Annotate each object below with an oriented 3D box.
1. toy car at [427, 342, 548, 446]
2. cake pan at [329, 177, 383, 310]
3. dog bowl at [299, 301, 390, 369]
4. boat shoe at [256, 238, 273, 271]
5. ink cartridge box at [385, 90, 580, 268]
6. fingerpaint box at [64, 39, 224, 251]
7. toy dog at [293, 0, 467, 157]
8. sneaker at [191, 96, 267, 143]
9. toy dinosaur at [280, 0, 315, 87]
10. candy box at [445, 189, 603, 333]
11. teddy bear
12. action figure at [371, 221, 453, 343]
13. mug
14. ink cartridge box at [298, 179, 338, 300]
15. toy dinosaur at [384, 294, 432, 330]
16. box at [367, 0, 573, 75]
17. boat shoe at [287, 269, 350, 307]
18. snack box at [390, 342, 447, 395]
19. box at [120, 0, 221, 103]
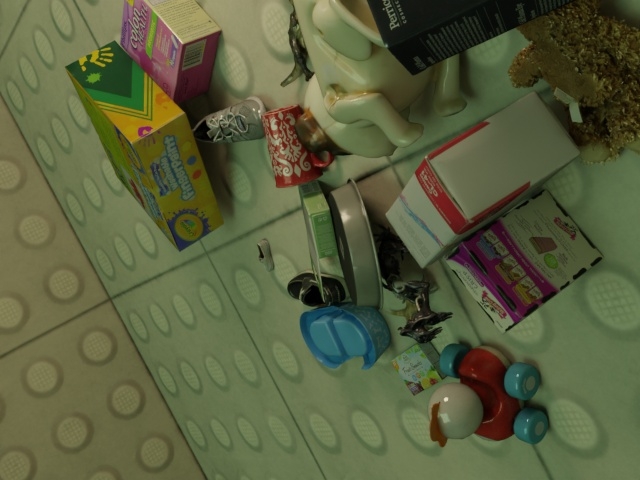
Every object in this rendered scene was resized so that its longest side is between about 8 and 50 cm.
[{"bbox_3d":[0.300,0.353,1.787,0.219,0.238,0.210,13,125,50],"label":"toy car"},{"bbox_3d":[0.073,0.013,1.876,0.293,0.054,0.293,167,90,-86],"label":"cake pan"},{"bbox_3d":[0.063,0.231,2.176,0.297,0.074,0.166,-11,105,57],"label":"dog bowl"},{"bbox_3d":[-0.154,0.045,2.365,0.035,0.035,0.100,25,134,42],"label":"boat shoe"},{"bbox_3d":[0.254,-0.090,1.440,0.131,0.226,0.306,56,165,7],"label":"ink cartridge box"},{"bbox_3d":[-0.456,-0.246,2.315,0.371,0.163,0.445,46,161,33],"label":"fingerpaint box"},{"bbox_3d":[0.066,-0.311,1.534,0.395,0.285,0.408,27,145,18],"label":"toy dog"},{"bbox_3d":[-0.218,-0.273,2.126,0.281,0.115,0.105,-7,109,56],"label":"sneaker"},{"bbox_3d":[-0.035,-0.406,1.827,0.118,0.064,0.268,48,148,31],"label":"toy dinosaur"},{"bbox_3d":[0.346,0.032,1.475,0.159,0.233,0.071,53,147,13],"label":"candy box"},{"bbox_3d":[0.400,-0.264,1.310,0.338,0.113,0.245,51,155,1],"label":"teddy bear"},{"bbox_3d":[0.193,0.073,1.819,0.164,0.140,0.276,96,160,-54],"label":"action figure"},{"bbox_3d":[-0.052,-0.221,1.979,0.113,0.150,0.169,-97,-8,-77],"label":"mug"},{"bbox_3d":[0.000,0.000,2.027,0.171,0.056,0.235,-112,9,-61],"label":"ink cartridge box"},{"bbox_3d":[0.208,0.167,1.962,0.093,0.053,0.183,67,161,10],"label":"toy dinosaur"},{"bbox_3d":[0.186,-0.451,1.164,0.312,0.179,0.344,-23,81,16],"label":"box"},{"bbox_3d":[-0.023,0.128,2.212,0.233,0.079,0.084,1,117,56],"label":"boat shoe"},{"bbox_3d":[0.231,0.294,2.025,0.100,0.037,0.141,56,148,10],"label":"snack box"},{"bbox_3d":[-0.378,-0.505,2.166,0.243,0.117,0.214,49,146,18],"label":"box"}]
